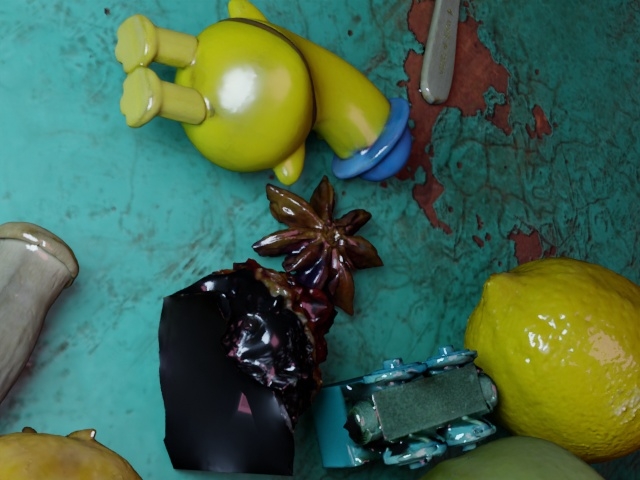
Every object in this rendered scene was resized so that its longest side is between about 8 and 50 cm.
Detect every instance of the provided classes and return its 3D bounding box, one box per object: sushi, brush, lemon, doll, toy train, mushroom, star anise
[{"bbox_3d":[-0.062,0.101,0.906,0.150,0.153,0.172,-34,112,-50],"label":"sushi"},{"bbox_3d":[0.169,-0.324,1.256,0.085,0.020,0.337,22,68,-33],"label":"brush"},{"bbox_3d":[0.292,0.139,1.125,0.263,0.236,0.236,11,73,-13],"label":"lemon"},{"bbox_3d":[-0.035,-0.149,0.989,0.363,0.145,0.200,5,73,-44],"label":"doll"},{"bbox_3d":[0.084,0.174,1.004,0.197,0.154,0.107,-7,82,-39],"label":"toy train"},{"bbox_3d":[-0.288,0.091,0.771,0.108,0.096,0.247,51,50,-17],"label":"mushroom"},{"bbox_3d":[0.000,0.001,1.035,0.167,0.057,0.168,8,77,-37],"label":"star anise"}]

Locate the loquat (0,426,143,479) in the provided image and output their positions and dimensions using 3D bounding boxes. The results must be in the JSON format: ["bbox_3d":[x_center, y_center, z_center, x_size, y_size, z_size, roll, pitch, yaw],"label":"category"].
[{"bbox_3d":[-0.222,0.258,0.724,0.238,0.193,0.238,10,71,-30],"label":"loquat"}]

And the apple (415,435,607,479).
[{"bbox_3d":[0.181,0.377,0.921,0.357,0.357,0.357,9,75,-36],"label":"apple"}]
